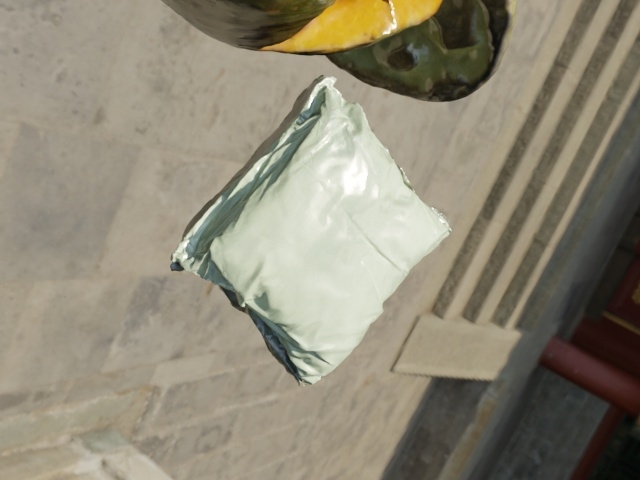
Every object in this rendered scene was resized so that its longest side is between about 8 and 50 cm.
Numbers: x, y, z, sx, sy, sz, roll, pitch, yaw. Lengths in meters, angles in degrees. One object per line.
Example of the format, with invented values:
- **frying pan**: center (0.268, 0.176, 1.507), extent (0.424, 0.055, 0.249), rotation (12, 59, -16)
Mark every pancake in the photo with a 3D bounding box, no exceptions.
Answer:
- **pancake**: center (0.109, -0.304, 0.986), extent (0.049, 0.294, 0.294), rotation (-46, 153, -43)

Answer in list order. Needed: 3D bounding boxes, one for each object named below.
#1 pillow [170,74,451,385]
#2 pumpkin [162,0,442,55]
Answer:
- **pillow**: center (0.000, 0.000, 0.981), extent (0.283, 0.138, 0.310), rotation (44, 80, -23)
- **pumpkin**: center (0.014, -0.182, 0.337), extent (0.238, 0.159, 0.238), rotation (-22, 175, -2)
